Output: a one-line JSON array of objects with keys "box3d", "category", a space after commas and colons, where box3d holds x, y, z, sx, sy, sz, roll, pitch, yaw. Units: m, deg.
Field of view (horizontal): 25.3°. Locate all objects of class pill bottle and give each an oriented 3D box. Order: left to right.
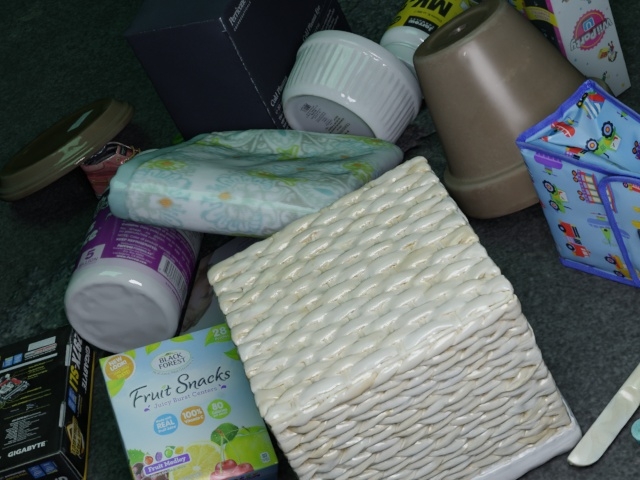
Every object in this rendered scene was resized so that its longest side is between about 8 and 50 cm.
[{"box3d": [-0.261, 0.007, 2.097, 0.169, 0.169, 0.302, -11, 40, 20], "category": "pill bottle"}, {"box3d": [0.166, -0.320, 2.271, 0.119, 0.119, 0.208, 4, 48, 34], "category": "pill bottle"}]

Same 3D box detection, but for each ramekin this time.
[{"box3d": [0.040, -0.208, 2.153, 0.207, 0.207, 0.109, 9, 59, 37], "category": "ramekin"}]

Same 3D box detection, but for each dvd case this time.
[{"box3d": [-0.132, 0.086, 1.990, 0.180, 0.022, 0.253, -30, 33, 35], "category": "dvd case"}]

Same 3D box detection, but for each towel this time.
[{"box3d": [-0.075, -0.083, 1.968, 0.320, 0.090, 0.374, 5, 16, 17], "category": "towel"}]

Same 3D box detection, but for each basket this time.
[{"box3d": [0.073, 0.133, 1.683, 0.331, 0.266, 0.328, -28, 38, 1], "category": "basket"}]

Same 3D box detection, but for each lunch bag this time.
[{"box3d": [0.403, -0.033, 1.714, 0.138, 0.221, 0.293, -39, 39, -15], "category": "lunch bag"}]

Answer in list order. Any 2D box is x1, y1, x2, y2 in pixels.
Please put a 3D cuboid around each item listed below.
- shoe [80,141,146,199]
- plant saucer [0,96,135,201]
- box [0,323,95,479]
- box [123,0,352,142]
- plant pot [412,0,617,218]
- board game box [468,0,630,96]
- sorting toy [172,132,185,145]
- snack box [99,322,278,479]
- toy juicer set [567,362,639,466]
[{"box3d": [-0.303, -0.126, 2.348, 0.178, 0.081, 0.063, -18, 38, 11], "category": "shoe"}, {"box3d": [-0.440, -0.163, 2.434, 0.278, 0.041, 0.278, -29, 19, 11], "category": "plant saucer"}, {"box3d": [-0.479, 0.270, 1.996, 0.322, 0.079, 0.257, -19, 37, 10], "category": "box"}, {"box3d": [-0.115, -0.322, 2.278, 0.179, 0.312, 0.343, -4, 43, 27], "category": "box"}, {"box3d": [0.244, -0.195, 1.932, 0.263, 0.229, 0.263, -32, 17, 11], "category": "plant pot"}, {"box3d": [0.311, -0.348, 2.066, 0.097, 0.303, 0.224, -37, 38, -14], "category": "board game box"}, {"box3d": [-0.197, -0.173, 2.383, 0.102, 0.042, 0.061, -29, 20, 16], "category": "sorting toy"}, {"box3d": [-0.165, 0.224, 1.778, 0.174, 0.070, 0.207, -16, 60, -12], "category": "snack box"}, {"box3d": [0.445, 0.159, 1.576, 0.329, 0.089, 0.209, -1, 45, 30], "category": "toy juicer set"}]
